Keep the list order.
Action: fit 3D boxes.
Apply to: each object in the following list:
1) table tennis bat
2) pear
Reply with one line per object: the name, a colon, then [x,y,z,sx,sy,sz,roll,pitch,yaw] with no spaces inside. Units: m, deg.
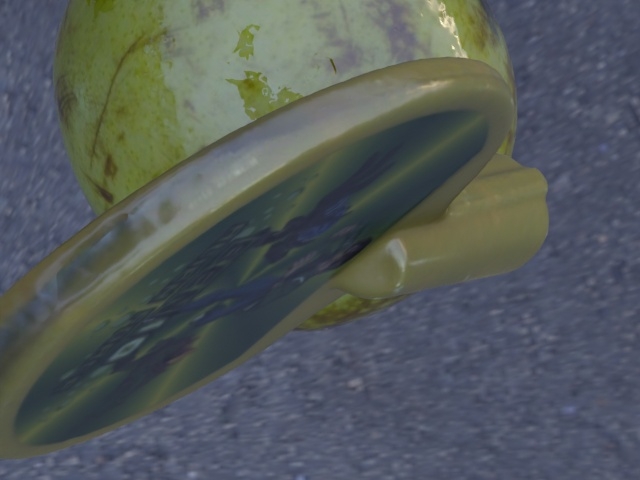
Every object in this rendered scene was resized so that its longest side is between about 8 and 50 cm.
table tennis bat: [0.000,0.000,0.659,0.198,0.321,0.050,-40,75,25]
pear: [-0.020,-0.090,1.133,0.283,0.283,0.284,2,82,-13]
